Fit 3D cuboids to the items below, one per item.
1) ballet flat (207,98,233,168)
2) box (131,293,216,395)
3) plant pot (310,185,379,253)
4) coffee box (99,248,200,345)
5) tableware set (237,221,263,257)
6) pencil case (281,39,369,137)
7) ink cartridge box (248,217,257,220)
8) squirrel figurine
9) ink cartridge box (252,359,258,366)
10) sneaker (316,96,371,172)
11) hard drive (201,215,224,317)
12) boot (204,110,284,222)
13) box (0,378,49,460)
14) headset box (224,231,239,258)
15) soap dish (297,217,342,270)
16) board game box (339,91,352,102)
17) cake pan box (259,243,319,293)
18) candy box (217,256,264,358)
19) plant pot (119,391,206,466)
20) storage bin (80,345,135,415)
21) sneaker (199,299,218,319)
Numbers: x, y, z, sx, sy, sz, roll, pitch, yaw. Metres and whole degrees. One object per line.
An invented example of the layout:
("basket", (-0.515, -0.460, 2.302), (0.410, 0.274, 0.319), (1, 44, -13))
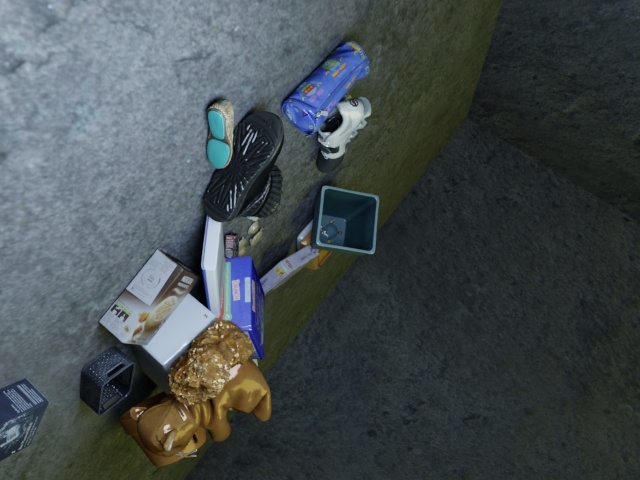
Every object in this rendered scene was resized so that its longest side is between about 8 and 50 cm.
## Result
("ballet flat", (-0.236, -0.260, 1.363), (0.067, 0.073, 0.206), (-61, 176, -34))
("box", (-0.464, 0.336, 1.801), (0.215, 0.168, 0.345), (-44, 163, -30))
("plant pot", (0.076, -0.063, 2.342), (0.252, 0.248, 0.247), (150, -52, -70))
("coffee box", (-0.464, 0.160, 1.538), (0.246, 0.098, 0.141), (-53, 166, -5))
("tableware set", (-0.259, 0.003, 1.978), (0.169, 0.020, 0.141), (-48, 166, -24))
("pencil case", (0.022, -0.444, 1.622), (0.306, 0.133, 0.119), (-50, 136, -17))
("ink cartridge box", (-0.224, -0.095, 1.845), (0.048, 0.028, 0.083), (-54, 165, 2))
("squirrel figurine", (-0.362, 0.434, 1.628), (0.370, 0.281, 0.397), (-25, 136, -38))
("ink cartridge box", (-0.402, 0.567, 2.413), (0.353, 0.207, 0.119), (-6, 88, -70))
("sneaker", (0.032, -0.359, 1.912), (0.146, 0.122, 0.330), (-12, 149, -36))
("hard drive", (-0.319, 0.072, 1.682), (0.319, 0.040, 0.210), (102, -11, -58))
("boot", (-0.167, -0.203, 1.573), (0.348, 0.131, 0.260), (-53, 163, 23))
("box", (-0.745, 0.431, 1.297), (0.156, 0.093, 0.158), (-60, 163, 21))
("headset box", (-0.286, 0.013, 1.813), (0.062, 0.032, 0.083), (-51, 144, -80))
("soap dish", (0.000, 0.000, 2.580), (0.229, 0.118, 0.291), (-49, 166, -19))
("board game box", (0.072, -0.469, 1.932), (0.090, 0.020, 0.090), (-54, 166, 3))
("cake pan box", (-0.154, 0.134, 2.370), (0.246, 0.070, 0.267), (-38, 176, 35))
("candy box", (-0.271, 0.244, 1.953), (0.317, 0.122, 0.268), (87, 0, -61))
("plant pot", (-0.535, 0.658, 1.991), (0.291, 0.203, 0.291), (-23, -179, 1))
("storage bin", (-0.626, 0.413, 1.642), (0.122, 0.084, 0.180), (-38, 158, -46))
("sneaker", (-0.384, 0.263, 2.061), (0.300, 0.111, 0.121), (86, 24, -68))
